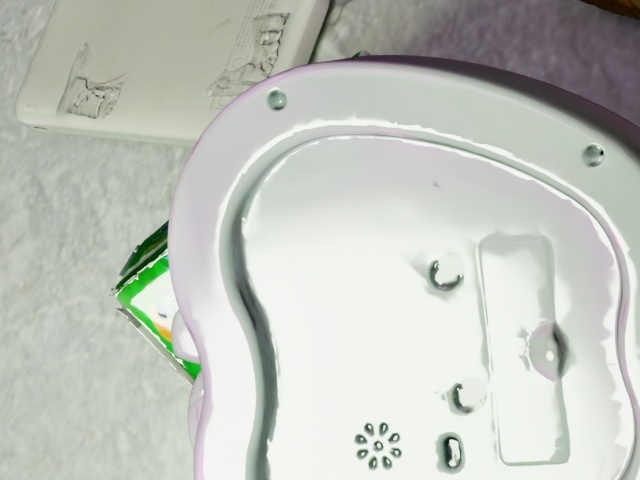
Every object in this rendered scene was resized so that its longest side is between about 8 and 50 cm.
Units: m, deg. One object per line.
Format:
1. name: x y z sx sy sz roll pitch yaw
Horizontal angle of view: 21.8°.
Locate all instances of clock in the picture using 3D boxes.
1. clock: 0.055 0.059 0.919 0.339 0.102 0.338 2 96 18

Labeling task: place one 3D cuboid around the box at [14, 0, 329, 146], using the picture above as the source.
1. box: -0.123 -0.144 1.293 0.285 0.044 0.142 8 74 41

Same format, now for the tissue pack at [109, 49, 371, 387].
1. tissue pack: -0.002 -0.001 1.076 0.209 0.148 0.156 -40 10 18

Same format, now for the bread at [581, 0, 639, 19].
1. bread: 0.277 -0.182 0.939 0.380 0.109 0.185 33 106 41
